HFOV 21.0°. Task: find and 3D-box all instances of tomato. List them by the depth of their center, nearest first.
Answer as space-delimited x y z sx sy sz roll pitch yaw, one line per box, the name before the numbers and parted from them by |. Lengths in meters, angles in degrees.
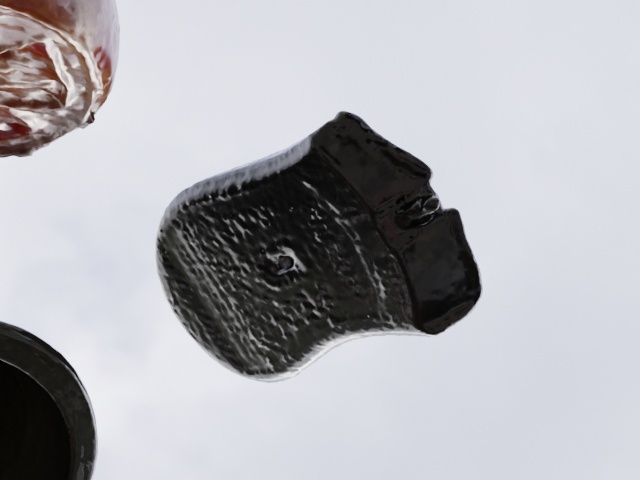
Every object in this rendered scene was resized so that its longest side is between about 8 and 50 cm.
tomato | -0.208 -0.117 0.779 0.236 0.237 0.095 0 -109 7

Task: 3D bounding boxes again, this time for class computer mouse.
computer mouse | 0.000 0.000 1.079 0.264 0.088 0.147 -17 -71 51

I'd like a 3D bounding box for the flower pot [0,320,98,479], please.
flower pot | -0.268 0.103 1.058 0.235 0.148 0.235 -14 -51 -18
